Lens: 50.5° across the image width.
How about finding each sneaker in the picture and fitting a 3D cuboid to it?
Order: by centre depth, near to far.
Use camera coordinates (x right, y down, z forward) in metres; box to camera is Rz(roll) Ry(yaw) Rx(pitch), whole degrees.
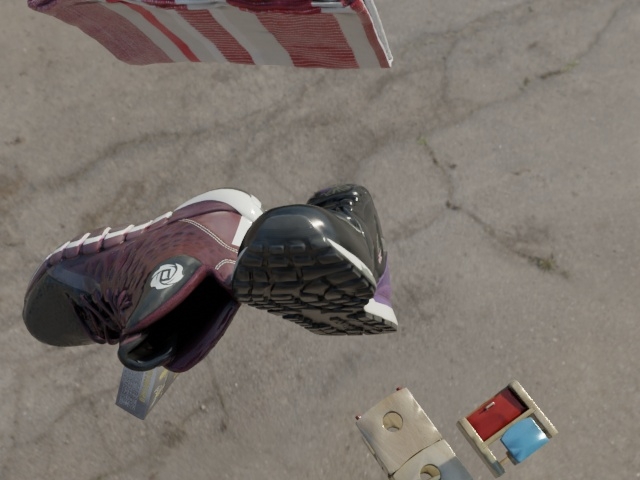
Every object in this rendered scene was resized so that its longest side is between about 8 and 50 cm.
[{"bbox_3d":[0.000,0.000,0.564,0.107,0.283,0.124,-3,74,11],"label":"sneaker"},{"bbox_3d":[-0.175,0.060,0.590,0.281,0.106,0.162,-26,30,20],"label":"sneaker"}]

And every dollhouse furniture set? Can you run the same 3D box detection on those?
[{"bbox_3d":[0.149,0.203,0.734,0.184,0.129,0.129,-33,68,-8],"label":"dollhouse furniture set"}]

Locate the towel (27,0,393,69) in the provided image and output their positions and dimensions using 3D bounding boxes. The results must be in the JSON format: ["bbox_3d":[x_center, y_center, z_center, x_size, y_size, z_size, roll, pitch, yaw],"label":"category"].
[{"bbox_3d":[-0.099,-0.220,0.716,0.329,0.237,0.037,5,90,12],"label":"towel"}]

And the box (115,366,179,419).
[{"bbox_3d":[-0.230,0.139,1.055,0.056,0.231,0.183,27,36,6],"label":"box"}]
